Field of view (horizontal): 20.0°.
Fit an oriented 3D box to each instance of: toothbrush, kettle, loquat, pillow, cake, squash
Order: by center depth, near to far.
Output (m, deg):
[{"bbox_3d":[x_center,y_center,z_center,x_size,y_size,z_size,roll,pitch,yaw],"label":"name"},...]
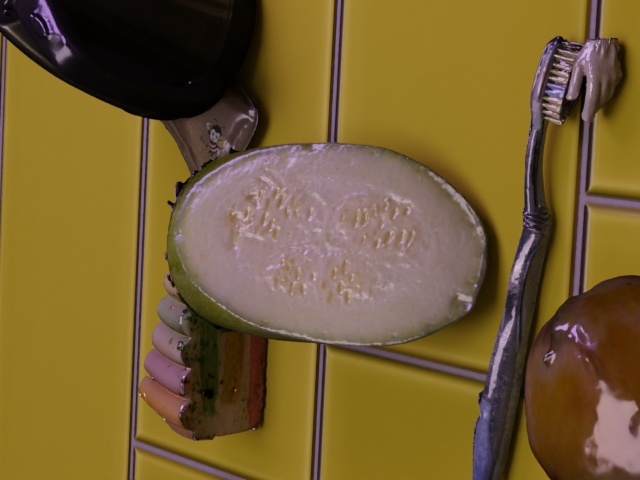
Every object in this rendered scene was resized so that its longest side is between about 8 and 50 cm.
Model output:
[{"bbox_3d":[0.241,0.137,1.324,0.179,0.179,0.227,-45,59,43],"label":"loquat"},{"bbox_3d":[0.170,0.034,1.522,0.042,0.035,0.413,23,109,46],"label":"toothbrush"},{"bbox_3d":[0.000,0.000,1.618,0.260,0.189,0.189,-1,91,56],"label":"squash"},{"bbox_3d":[-0.226,-0.225,1.794,0.207,0.271,0.251,-15,68,40],"label":"kettle"},{"bbox_3d":[-0.116,0.082,1.829,0.090,0.109,0.225,12,101,52],"label":"cake"},{"bbox_3d":[-0.132,-0.151,1.902,0.130,0.033,0.217,-57,49,29],"label":"pillow"}]

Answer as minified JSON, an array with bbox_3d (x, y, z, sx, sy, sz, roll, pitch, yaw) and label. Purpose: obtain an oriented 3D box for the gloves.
[{"bbox_3d":[0.219,-0.135,1.449,0.037,0.044,0.081,-115,28,-71],"label":"gloves"}]
